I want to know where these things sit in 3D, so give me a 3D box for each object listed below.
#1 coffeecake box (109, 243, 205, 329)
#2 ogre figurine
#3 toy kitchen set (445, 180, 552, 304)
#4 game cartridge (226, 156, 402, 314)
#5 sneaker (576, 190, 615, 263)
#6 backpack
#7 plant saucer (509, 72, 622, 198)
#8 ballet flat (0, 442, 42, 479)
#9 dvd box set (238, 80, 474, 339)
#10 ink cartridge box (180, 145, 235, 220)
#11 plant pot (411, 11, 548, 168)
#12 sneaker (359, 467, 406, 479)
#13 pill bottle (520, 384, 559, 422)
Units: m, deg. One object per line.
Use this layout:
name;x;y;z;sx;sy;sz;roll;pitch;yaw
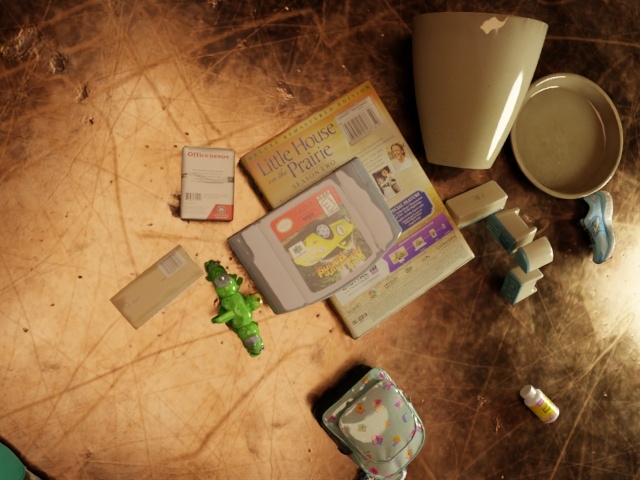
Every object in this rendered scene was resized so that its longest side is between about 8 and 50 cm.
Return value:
coffeecake box;-0.279;0.077;1.041;0.142;0.185;0.068;-41;97;-12
ogre figurine;-0.156;0.129;1.101;0.096;0.118;0.197;-7;90;-13
toy kitchen set;0.360;0.016;1.254;0.122;0.166;0.207;-23;56;-13
game cartridge;0.000;0.000;1.117;0.294;0.060;0.196;-34;99;-10
sneaker;0.602;-0.027;1.320;0.073;0.063;0.162;-2;82;3
backpack;0.106;0.353;1.141;0.166;0.144;0.188;-40;99;-17
plant saucer;0.535;-0.228;1.315;0.277;0.041;0.278;1;87;-14
ballet flat;-0.526;0.437;1.026;0.241;0.091;0.077;42;102;-4
dvd box set;0.076;-0.061;1.192;0.307;0.062;0.421;-34;95;-12
ink cartridge box;-0.214;-0.105;1.129;0.099;0.056;0.135;2;88;-13
plant pot;0.292;-0.286;1.177;0.256;0.256;0.274;1;104;-13
sneaker;0.108;0.479;1.182;0.135;0.052;0.058;-30;90;-13
pill bottle;0.464;0.347;1.271;0.083;0.043;0.043;44;79;-8
